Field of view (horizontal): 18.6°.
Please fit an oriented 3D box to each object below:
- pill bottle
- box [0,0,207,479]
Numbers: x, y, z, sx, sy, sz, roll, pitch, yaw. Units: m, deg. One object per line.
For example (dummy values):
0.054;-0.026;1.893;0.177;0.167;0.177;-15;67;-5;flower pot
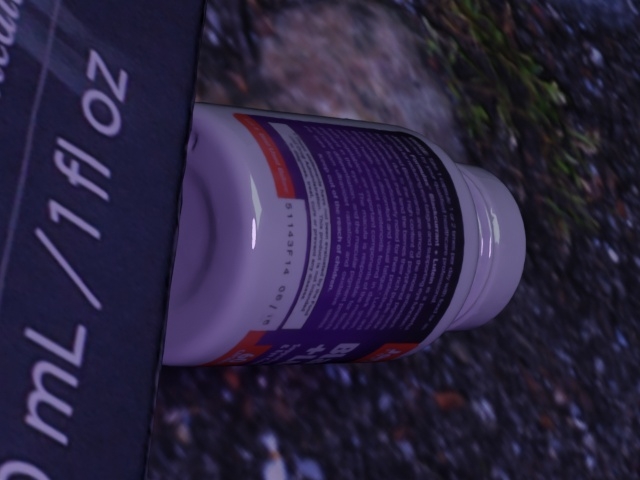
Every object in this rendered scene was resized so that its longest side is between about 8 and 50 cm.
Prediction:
0.000;0.000;0.845;0.193;0.108;0.108;3;62;-47;pill bottle
-0.288;-0.112;0.451;0.472;0.297;0.480;30;44;-29;box
